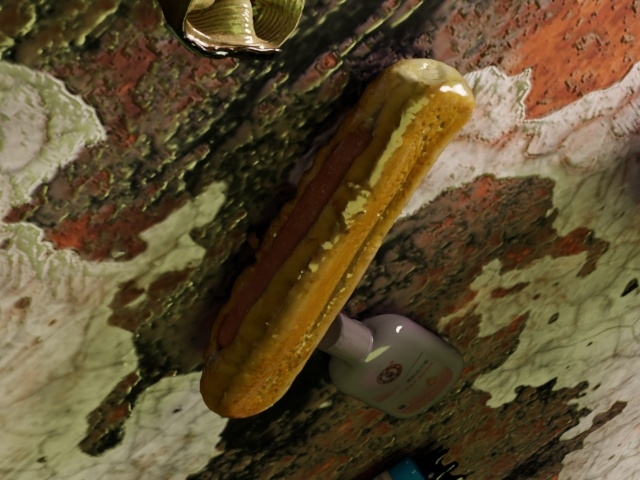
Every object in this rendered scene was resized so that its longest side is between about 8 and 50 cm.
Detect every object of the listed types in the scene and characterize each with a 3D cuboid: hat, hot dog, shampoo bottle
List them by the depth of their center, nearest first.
[{"bbox_3d":[-0.048,-0.132,0.569,0.077,0.059,0.076,-2,117,-41],"label":"hat"},{"bbox_3d":[0.003,0.002,0.744,0.088,0.061,0.286,11,123,-46],"label":"hot dog"},{"bbox_3d":[0.048,0.092,0.889,0.080,0.040,0.165,-41,142,13],"label":"shampoo bottle"},{"bbox_3d":[0.052,0.256,1.061,0.183,0.050,0.087,-34,138,1],"label":"shampoo bottle"}]
